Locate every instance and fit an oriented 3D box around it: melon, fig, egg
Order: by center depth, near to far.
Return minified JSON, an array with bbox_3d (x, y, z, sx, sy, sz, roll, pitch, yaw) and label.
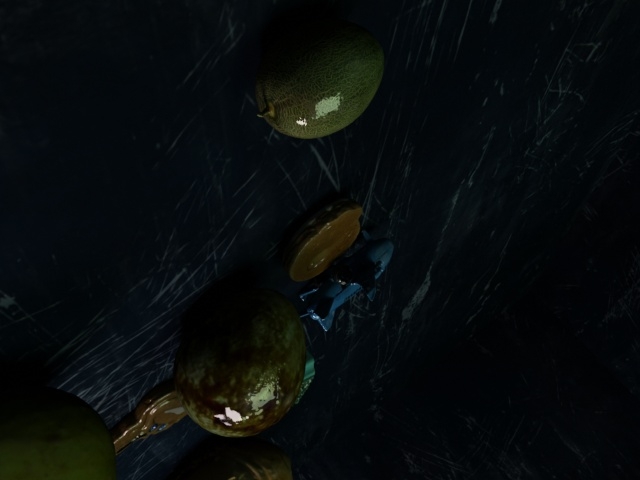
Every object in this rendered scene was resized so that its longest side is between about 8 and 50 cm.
[{"bbox_3d":[-0.006,-0.201,0.974,0.192,0.139,0.139,-37,159,-23],"label":"melon"},{"bbox_3d":[-0.454,0.330,1.109,0.258,0.258,0.326,-45,141,11],"label":"fig"},{"bbox_3d":[-0.140,0.222,1.431,0.289,0.238,0.238,-57,154,18],"label":"egg"}]

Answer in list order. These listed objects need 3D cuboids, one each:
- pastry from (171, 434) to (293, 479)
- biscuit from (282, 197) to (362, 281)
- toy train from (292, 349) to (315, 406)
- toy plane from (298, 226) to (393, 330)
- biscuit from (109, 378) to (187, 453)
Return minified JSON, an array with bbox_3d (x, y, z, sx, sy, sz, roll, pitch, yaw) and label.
[{"bbox_3d":[-0.263,0.702,2.132,0.409,0.245,0.410,-34,154,-19],"label":"pastry"},{"bbox_3d":[0.000,0.000,1.488,0.181,0.049,0.208,-37,162,-11],"label":"biscuit"},{"bbox_3d":[-0.103,0.289,1.721,0.112,0.163,0.203,-26,154,-37],"label":"toy train"},{"bbox_3d":[0.058,0.076,1.618,0.271,0.105,0.254,-49,-159,-27],"label":"toy plane"},{"bbox_3d":[-0.333,0.357,1.635,0.319,0.047,0.183,-32,154,-18],"label":"biscuit"}]
